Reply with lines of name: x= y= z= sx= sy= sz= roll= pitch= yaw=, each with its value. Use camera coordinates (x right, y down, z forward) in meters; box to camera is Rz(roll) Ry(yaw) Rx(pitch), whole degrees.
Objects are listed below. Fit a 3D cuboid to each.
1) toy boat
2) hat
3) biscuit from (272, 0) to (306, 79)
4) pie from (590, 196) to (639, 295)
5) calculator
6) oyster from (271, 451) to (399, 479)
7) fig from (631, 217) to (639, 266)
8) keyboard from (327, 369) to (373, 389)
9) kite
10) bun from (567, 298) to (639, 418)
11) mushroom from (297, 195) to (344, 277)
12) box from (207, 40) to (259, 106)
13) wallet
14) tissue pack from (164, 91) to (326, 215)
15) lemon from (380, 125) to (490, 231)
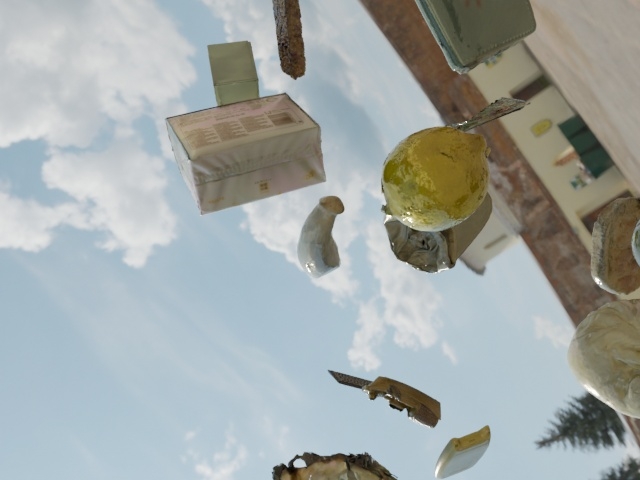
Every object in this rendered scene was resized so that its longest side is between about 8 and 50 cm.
toy boat: x=0.141 y=0.274 z=1.079 sx=0.149 sy=0.047 sz=0.048 roll=26 pitch=-119 yaw=-11
hat: x=0.284 y=-0.048 z=1.543 sx=0.214 sy=0.245 sz=0.149 roll=46 pitch=166 yaw=7
biscuit: x=-0.059 y=-0.395 z=1.140 sx=0.064 sy=0.035 sz=0.199 roll=44 pitch=148 yaw=48
pie: x=0.596 y=0.010 z=1.228 sx=0.195 sy=0.195 sz=0.046 roll=41 pitch=170 yaw=-30
calculator: x=0.396 y=0.600 z=1.759 sx=0.236 sy=0.157 sz=0.033 roll=95 pitch=153 yaw=-46
oyster: x=0.051 y=0.357 z=0.760 sx=0.260 sy=0.092 sz=0.198 roll=7 pitch=-111 yaw=-12
fig: x=0.591 y=0.040 z=0.951 sx=0.259 sy=0.151 sz=0.151 roll=45 pitch=-158 yaw=-1
keyboard: x=0.109 y=0.319 z=1.388 sx=0.198 sy=0.010 sz=0.064 roll=20 pitch=-174 yaw=-27
kite: x=0.428 y=-0.322 z=1.643 sx=0.323 sy=0.268 sz=0.013 roll=-37 pitch=-71 yaw=-38
bun: x=0.471 y=0.165 z=0.912 sx=0.193 sy=0.179 sz=0.127 roll=44 pitch=145 yaw=48
mushroom: x=0.000 y=0.000 z=1.487 sx=0.103 sy=0.118 sz=0.270 roll=43 pitch=156 yaw=21
box: x=-0.164 y=-0.264 z=1.270 sx=0.225 sy=0.086 sz=0.129 roll=90 pitch=168 yaw=-52
wallet: x=0.292 y=-0.542 z=1.293 sx=0.360 sy=0.252 sz=0.083 roll=61 pitch=162 yaw=-4
tissue pack: x=-0.130 y=-0.156 z=1.093 sx=0.185 sy=0.225 sz=0.124 roll=-128 pitch=26 yaw=-51
lemon: x=0.196 y=-0.106 z=1.070 sx=0.173 sy=0.206 sz=0.173 roll=41 pitch=-151 yaw=-28
